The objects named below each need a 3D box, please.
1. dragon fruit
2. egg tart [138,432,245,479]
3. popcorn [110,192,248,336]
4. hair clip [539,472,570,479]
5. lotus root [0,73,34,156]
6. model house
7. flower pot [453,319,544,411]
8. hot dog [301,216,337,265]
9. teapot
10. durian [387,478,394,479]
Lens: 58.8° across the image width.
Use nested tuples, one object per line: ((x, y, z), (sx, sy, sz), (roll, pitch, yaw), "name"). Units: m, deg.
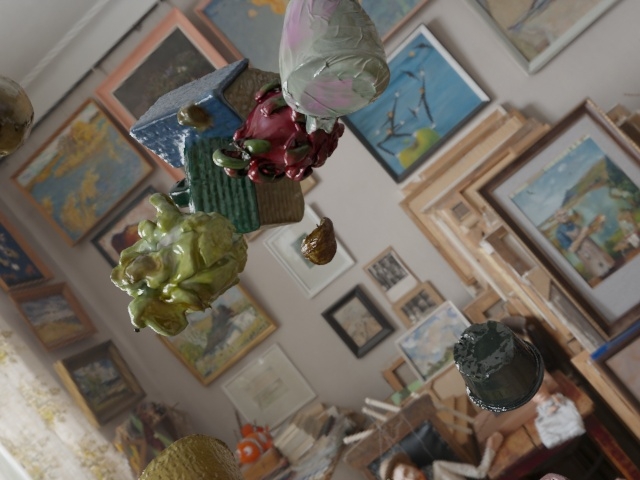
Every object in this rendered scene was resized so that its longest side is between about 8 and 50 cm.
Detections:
((-0.073, -0.201, 1.143), (0.273, 0.198, 0.218), (-58, 15, -19), "dragon fruit")
((-0.199, 0.452, 0.958), (0.202, 0.202, 0.147), (-39, 31, -25), "egg tart")
((-0.149, 0.026, 0.631), (0.141, 0.162, 0.135), (-15, -30, -5), "popcorn")
((0.343, 0.427, 0.826), (0.138, 0.102, 0.123), (-44, 3, -25), "hair clip")
((-0.637, -0.240, 1.085), (0.284, 0.160, 0.146), (43, 119, 57), "lotus root")
((-0.248, -0.194, 1.361), (0.334, 0.382, 0.342), (-11, 0, 34), "model house")
((0.320, 0.222, 1.054), (0.157, 0.107, 0.157), (-27, 35, 21), "flower pot")
((0.001, 0.002, 1.381), (0.099, 0.065, 0.147), (-50, -24, -15), "hot dog")
((0.022, -0.289, 0.897), (0.163, 0.178, 0.221), (-12, -19, 12), "teapot")
((0.223, 0.616, 1.236), (0.159, 0.198, 0.146), (103, 172, -81), "durian")
